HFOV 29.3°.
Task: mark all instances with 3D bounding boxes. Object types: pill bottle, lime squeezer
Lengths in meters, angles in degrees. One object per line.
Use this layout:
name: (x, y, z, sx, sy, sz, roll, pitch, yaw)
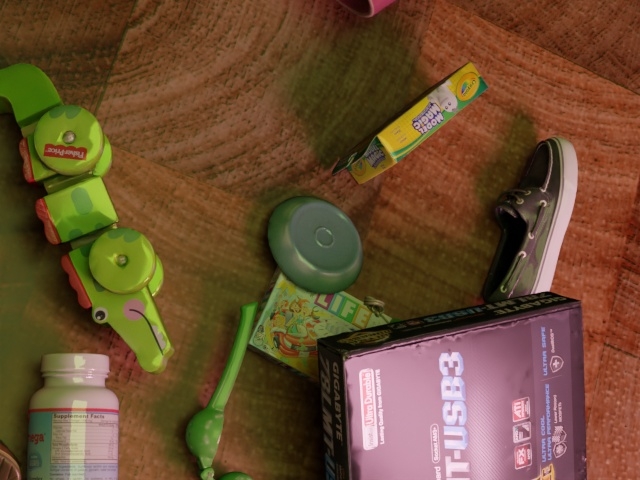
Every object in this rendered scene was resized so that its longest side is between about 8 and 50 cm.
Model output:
pill bottle: (-0.239, 0.191, 1.179, 0.087, 0.087, 0.160, 4, 78, -22)
lime squeezer: (-0.076, 0.228, 1.258, 0.110, 0.059, 0.310, -15, 85, -31)

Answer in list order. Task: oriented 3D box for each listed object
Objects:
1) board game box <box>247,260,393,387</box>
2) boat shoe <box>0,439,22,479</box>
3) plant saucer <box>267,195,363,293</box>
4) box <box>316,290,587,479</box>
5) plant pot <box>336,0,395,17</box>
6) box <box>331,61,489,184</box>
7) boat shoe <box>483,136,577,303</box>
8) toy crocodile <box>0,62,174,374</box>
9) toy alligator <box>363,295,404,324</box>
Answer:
board game box: (0.003, 0.103, 1.332, 0.154, 0.026, 0.103, 29, 69, -15)
boat shoe: (-0.358, 0.181, 1.148, 0.178, 0.060, 0.064, 39, 92, -12)
plant saucer: (0.000, 0.000, 1.336, 0.119, 0.021, 0.119, 15, 58, -25)
box: (0.146, 0.221, 1.295, 0.293, 0.073, 0.295, -9, 103, -26)
plant pot: (0.074, -0.359, 1.375, 0.180, 0.201, 0.201, -45, 99, -8)
box: (0.097, -0.125, 1.374, 0.179, 0.105, 0.043, -37, 94, -24)
boat shoe: (0.238, -0.022, 1.433, 0.076, 0.080, 0.228, 19, 80, -20)
toy crocodile: (-0.234, -0.021, 1.212, 0.105, 0.115, 0.340, -24, 87, -6)
toy alligator: (0.095, 0.122, 1.319, 0.190, 0.056, 0.051, 38, 66, -42)
